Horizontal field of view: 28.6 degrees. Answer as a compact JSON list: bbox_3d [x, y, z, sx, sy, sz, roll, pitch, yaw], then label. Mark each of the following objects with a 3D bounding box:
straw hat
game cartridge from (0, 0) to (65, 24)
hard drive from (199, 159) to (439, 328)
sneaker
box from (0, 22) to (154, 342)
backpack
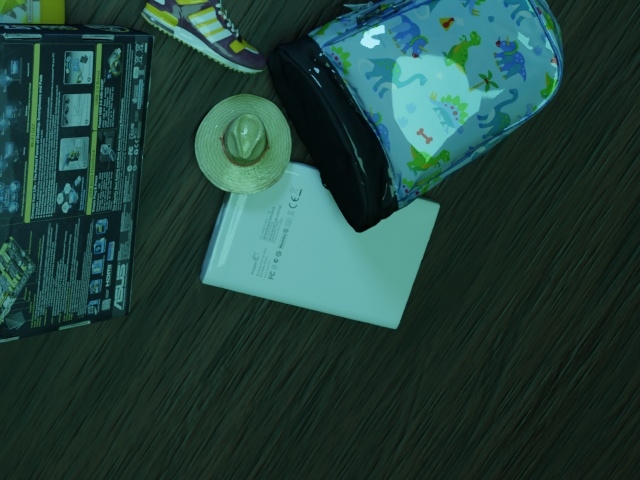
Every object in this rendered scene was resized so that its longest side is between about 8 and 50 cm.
[{"bbox_3d":[-0.102,-0.139,1.716,0.144,0.061,0.144,1,81,-9],"label":"straw hat"},{"bbox_3d":[-0.450,-0.228,1.533,0.324,0.053,0.285,-17,117,-51],"label":"game cartridge"},{"bbox_3d":[0.000,0.000,1.826,0.308,0.040,0.203,14,102,-19],"label":"hard drive"},{"bbox_3d":[-0.143,-0.292,1.683,0.185,0.069,0.084,25,104,-21],"label":"sneaker"},{"bbox_3d":[-0.366,-0.073,1.588,0.318,0.097,0.395,-13,115,-52],"label":"box"},{"bbox_3d":[0.156,-0.218,1.706,0.355,0.273,0.290,-26,92,-21],"label":"backpack"}]
